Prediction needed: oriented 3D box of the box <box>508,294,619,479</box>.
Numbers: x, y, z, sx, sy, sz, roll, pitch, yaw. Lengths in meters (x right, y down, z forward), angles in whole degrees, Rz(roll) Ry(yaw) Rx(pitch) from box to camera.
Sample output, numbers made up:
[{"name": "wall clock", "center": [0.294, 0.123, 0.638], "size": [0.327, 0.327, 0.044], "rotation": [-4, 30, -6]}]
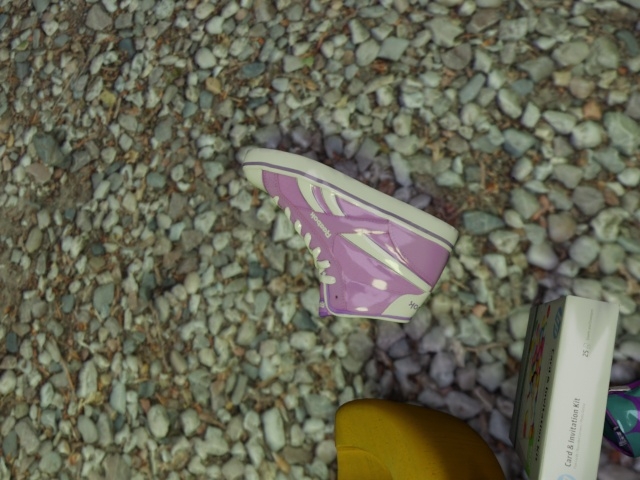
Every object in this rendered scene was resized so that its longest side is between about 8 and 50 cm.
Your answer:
[{"name": "box", "center": [0.207, 0.129, 0.394], "size": [0.038, 0.186, 0.145], "rotation": [11, 83, 18]}]

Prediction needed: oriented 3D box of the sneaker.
[{"name": "sneaker", "center": [0.000, 0.000, 0.529], "size": [0.282, 0.102, 0.161], "rotation": [27, 91, 19]}]

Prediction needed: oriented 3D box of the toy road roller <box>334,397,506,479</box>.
[{"name": "toy road roller", "center": [0.123, 0.251, 0.358], "size": [0.329, 0.202, 0.241], "rotation": [-24, 54, 37]}]

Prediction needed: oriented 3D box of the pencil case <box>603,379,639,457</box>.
[{"name": "pencil case", "center": [0.337, 0.145, 0.418], "size": [0.151, 0.064, 0.070], "rotation": [-29, 92, 8]}]
